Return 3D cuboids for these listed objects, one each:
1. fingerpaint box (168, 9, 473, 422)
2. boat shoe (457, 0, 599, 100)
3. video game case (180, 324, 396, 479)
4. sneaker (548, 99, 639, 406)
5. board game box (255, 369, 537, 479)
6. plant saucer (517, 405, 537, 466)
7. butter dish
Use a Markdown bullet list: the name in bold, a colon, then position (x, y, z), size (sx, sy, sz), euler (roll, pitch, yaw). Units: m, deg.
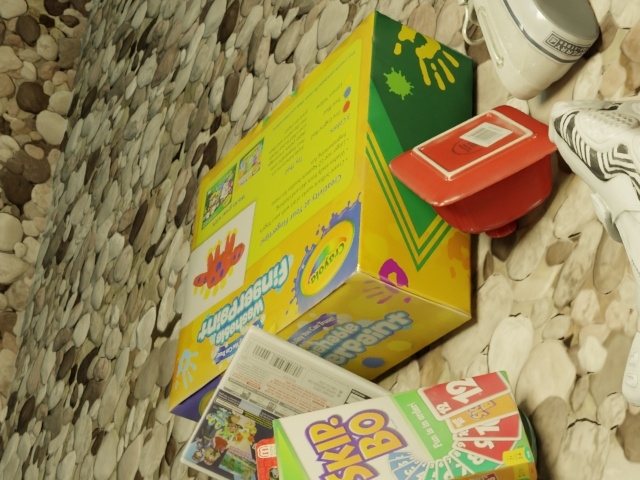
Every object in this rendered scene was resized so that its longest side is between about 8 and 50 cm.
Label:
- **fingerpaint box**: position (0.000, 0.000, 1.686), size (0.445, 0.163, 0.371), euler (-39, 37, 47)
- **boat shoe**: position (0.202, -0.297, 1.577), size (0.156, 0.136, 0.367), euler (-52, 39, 37)
- **video game case**: position (-0.031, 0.216, 1.543), size (0.183, 0.201, 0.023), euler (-62, 8, 14)
- **sneaker**: position (0.278, 0.011, 1.090), size (0.366, 0.137, 0.210), euler (-132, 43, -65)
- **board game box**: position (0.065, 0.201, 1.294), size (0.259, 0.039, 0.124), euler (-14, 38, 3)
- **plant saucer**: position (0.177, 0.219, 1.333), size (0.119, 0.021, 0.119), euler (-45, 34, 42)
- **butter dish**: position (0.178, -0.057, 1.448), size (0.160, 0.118, 0.160), euler (-28, 25, -8)
